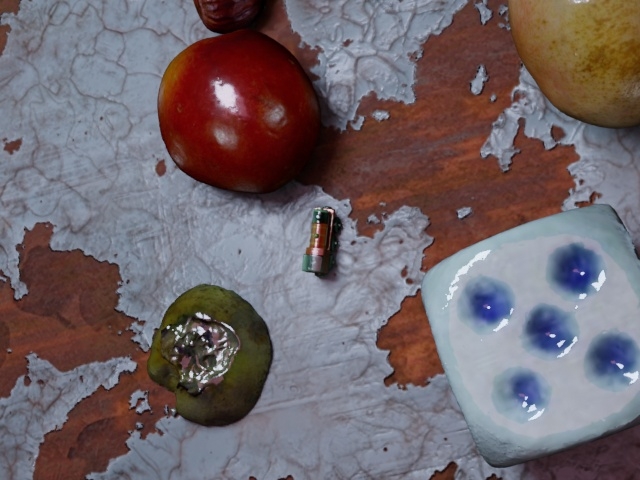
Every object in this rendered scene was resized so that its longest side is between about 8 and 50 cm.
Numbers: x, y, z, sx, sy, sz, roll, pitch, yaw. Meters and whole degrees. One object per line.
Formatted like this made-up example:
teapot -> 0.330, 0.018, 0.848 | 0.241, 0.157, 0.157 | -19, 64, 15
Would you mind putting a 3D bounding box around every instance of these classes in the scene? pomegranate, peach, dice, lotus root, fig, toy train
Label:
pomegranate -> 0.380, -0.293, 1.364 | 0.319, 0.319, 0.319 | -2, 83, 14
peach -> -0.119, -0.174, 1.537 | 0.243, 0.199, 0.243 | 1, 92, 19
dice -> 0.289, 0.121, 1.361 | 0.262, 0.268, 0.264 | -22, 79, 12
lotus root -> -0.170, 0.166, 1.571 | 0.183, 0.078, 0.203 | 17, 89, 16
fig -> -0.127, -0.363, 1.611 | 0.128, 0.150, 0.128 | -29, 53, 49
toy train -> 0.000, 0.000, 1.553 | 0.044, 0.064, 0.103 | 6, 85, 16
